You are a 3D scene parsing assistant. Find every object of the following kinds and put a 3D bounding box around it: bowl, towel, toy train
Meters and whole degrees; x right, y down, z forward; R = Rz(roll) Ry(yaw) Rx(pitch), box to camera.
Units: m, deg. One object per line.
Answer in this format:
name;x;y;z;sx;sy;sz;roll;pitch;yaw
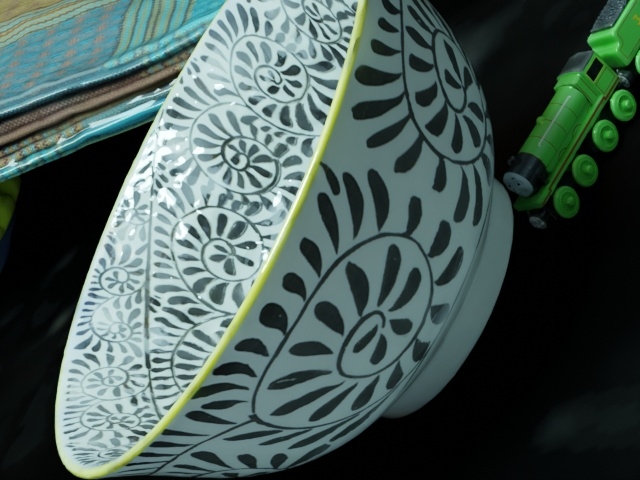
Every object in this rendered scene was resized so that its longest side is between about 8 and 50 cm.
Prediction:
bowl;0.000;0.000;0.499;0.170;0.080;0.170;-51;24;33
towel;-0.115;-0.133;0.920;0.271;0.040;0.370;-22;26;8
toy train;0.078;-0.040;0.523;0.017;0.023;0.083;-10;41;57

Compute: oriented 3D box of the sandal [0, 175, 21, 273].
sandal;-0.236;-0.016;0.980;0.317;0.126;0.138;-118;36;-60
